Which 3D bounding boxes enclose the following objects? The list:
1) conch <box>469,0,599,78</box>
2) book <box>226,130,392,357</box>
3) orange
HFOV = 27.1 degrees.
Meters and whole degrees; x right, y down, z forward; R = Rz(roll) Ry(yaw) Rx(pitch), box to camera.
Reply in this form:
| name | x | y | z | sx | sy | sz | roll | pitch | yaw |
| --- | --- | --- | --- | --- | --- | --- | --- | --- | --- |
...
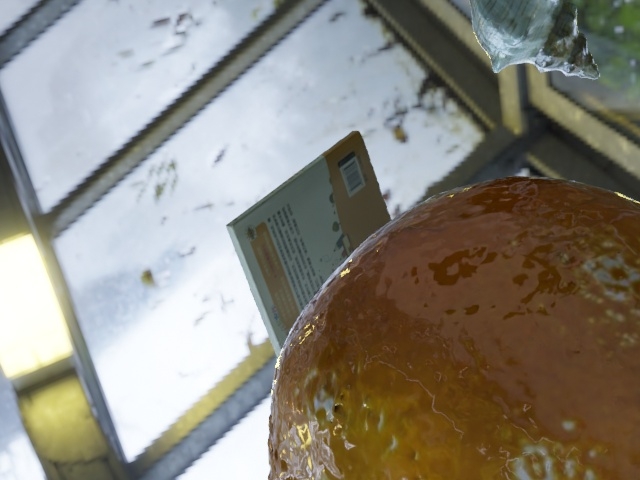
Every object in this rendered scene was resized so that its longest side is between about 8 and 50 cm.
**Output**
| name | x | y | z | sx | sy | sz | roll | pitch | yaw |
| --- | --- | --- | --- | --- | --- | --- | --- | --- | --- |
| conch | 0.217 | -0.258 | 1.410 | 0.137 | 0.234 | 0.114 | -32 | -157 | 5 |
| book | 0.000 | 0.000 | 1.859 | 0.020 | 0.208 | 0.295 | 0 | -152 | 42 |
| orange | 0.142 | 0.162 | 0.985 | 0.326 | 0.424 | 0.424 | -12 | -146 | -31 |
